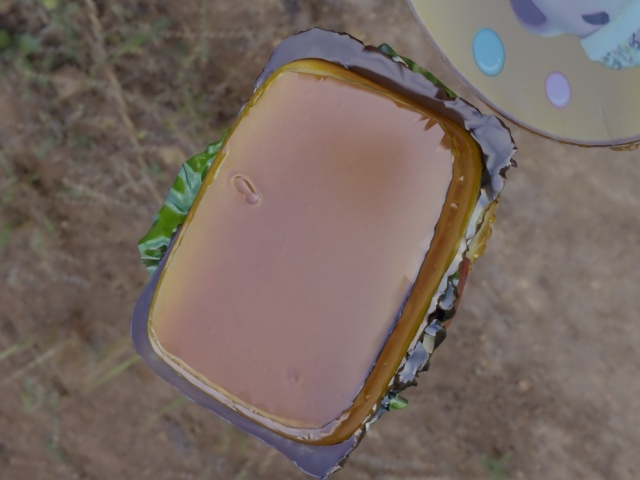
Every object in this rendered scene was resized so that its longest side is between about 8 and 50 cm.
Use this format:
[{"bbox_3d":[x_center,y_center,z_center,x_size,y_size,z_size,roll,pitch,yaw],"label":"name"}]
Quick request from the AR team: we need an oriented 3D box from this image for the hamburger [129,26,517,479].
[{"bbox_3d":[0.000,0.000,0.615,0.137,0.166,0.087,32,-174,17],"label":"hamburger"}]

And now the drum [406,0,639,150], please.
[{"bbox_3d":[0.226,-0.279,0.975,0.431,0.214,0.431,34,133,47],"label":"drum"}]
